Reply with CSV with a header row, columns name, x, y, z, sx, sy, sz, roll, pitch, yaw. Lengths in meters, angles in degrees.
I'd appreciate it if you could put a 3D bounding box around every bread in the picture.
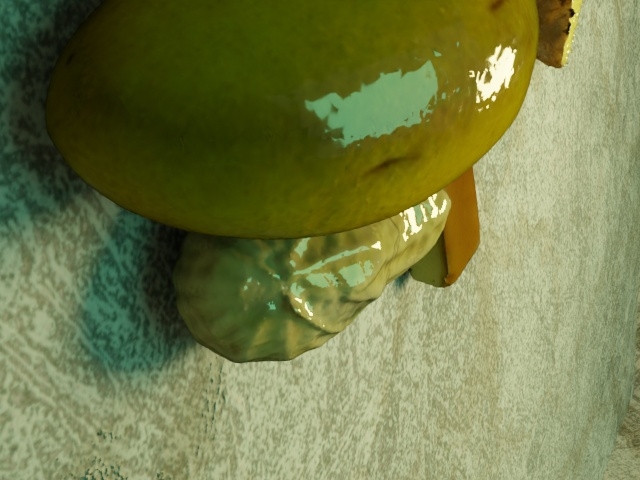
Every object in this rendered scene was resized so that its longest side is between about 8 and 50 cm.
name,x,y,z,sx,sy,sz,roll,pitch,yaw
bread,0.361,-0.402,1.507,0.129,0.134,0.260,51,56,-68
bread,0.145,-0.111,1.220,0.138,0.077,0.361,-54,141,-45

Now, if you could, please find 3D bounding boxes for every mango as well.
name,x,y,z,sx,sy,sz,roll,pitch,yaw
mango,-0.009,-0.152,0.727,0.445,0.301,0.220,-25,162,-39

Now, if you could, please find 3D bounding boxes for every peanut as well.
name,x,y,z,sx,sy,sz,roll,pitch,yaw
peanut,-0.005,0.002,0.871,0.174,0.158,0.340,-46,175,30
